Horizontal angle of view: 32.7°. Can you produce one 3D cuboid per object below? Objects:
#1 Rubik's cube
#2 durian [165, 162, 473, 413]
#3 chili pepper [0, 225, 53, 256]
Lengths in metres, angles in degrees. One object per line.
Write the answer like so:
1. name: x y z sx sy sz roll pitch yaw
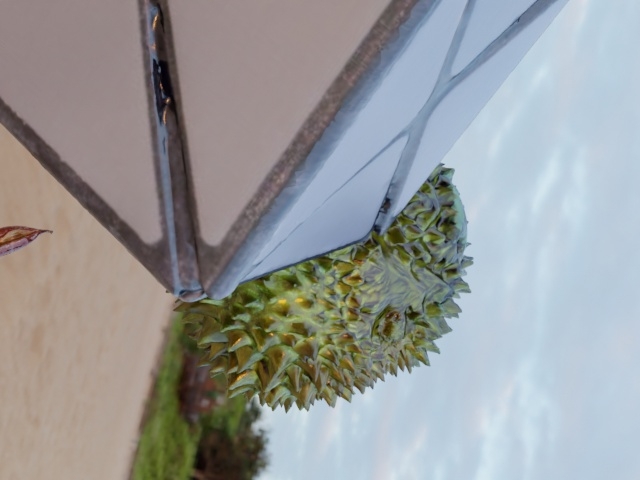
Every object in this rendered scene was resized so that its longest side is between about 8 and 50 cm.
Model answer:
1. Rubik's cube: -0.028 -0.152 0.601 0.255 0.260 0.259 -51 169 23
2. durian: 0.004 0.000 0.860 0.291 0.224 0.291 -7 90 -78
3. chili pepper: -0.313 0.011 0.916 0.027 0.178 0.045 138 -66 -81
